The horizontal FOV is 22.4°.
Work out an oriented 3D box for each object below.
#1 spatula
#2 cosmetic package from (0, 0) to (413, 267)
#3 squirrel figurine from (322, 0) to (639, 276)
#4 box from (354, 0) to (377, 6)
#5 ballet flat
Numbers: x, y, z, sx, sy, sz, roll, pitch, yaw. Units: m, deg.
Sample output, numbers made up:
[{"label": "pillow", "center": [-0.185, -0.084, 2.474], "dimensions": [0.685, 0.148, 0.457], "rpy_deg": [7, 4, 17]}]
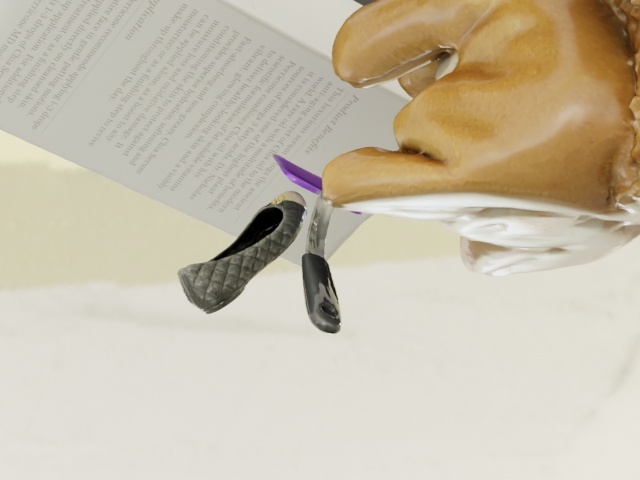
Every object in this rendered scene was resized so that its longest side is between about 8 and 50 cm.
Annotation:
[{"label": "spatula", "center": [0.000, 0.000, 1.366], "dimensions": [0.084, 0.296, 0.030], "rpy_deg": [26, -64, -16]}, {"label": "cosmetic package", "center": [-0.124, -0.170, 1.557], "dimensions": [0.453, 0.161, 0.230], "rpy_deg": [26, -59, -30]}, {"label": "squirrel figurine", "center": [0.206, -0.192, 1.285], "dimensions": [0.397, 0.370, 0.281], "rpy_deg": [-9, -18, 39]}, {"label": "box", "center": [-0.039, -0.353, 1.755], "dimensions": [0.295, 0.073, 0.293], "rpy_deg": [-27, -57, -33]}, {"label": "ballet flat", "center": [-0.063, 0.001, 1.430], "dimensions": [0.057, 0.049, 0.173], "rpy_deg": [-16, 22, 41]}]
